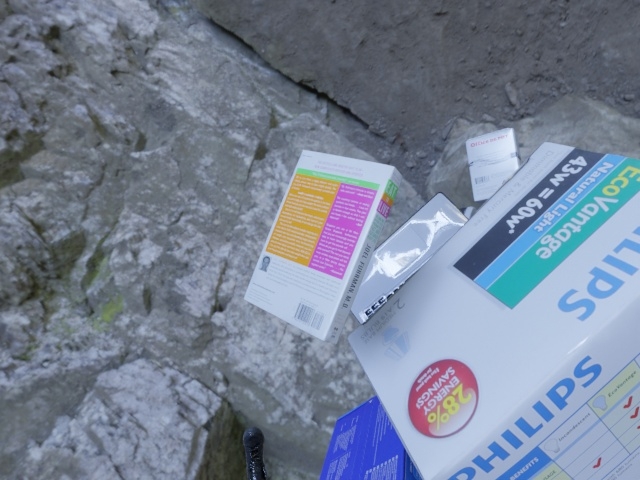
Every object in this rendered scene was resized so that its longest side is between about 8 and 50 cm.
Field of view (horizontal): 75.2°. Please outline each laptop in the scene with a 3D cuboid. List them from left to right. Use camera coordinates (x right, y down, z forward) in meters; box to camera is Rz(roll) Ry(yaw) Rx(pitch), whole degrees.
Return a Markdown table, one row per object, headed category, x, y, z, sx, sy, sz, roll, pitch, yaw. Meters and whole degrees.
| category | x | y | z | sx | sy | sz | roll | pitch | yaw |
| --- | --- | --- | --- | --- | --- | --- | --- | --- | --- |
| laptop | 0.241 | 0.134 | 0.926 | 0.408 | 0.382 | 0.236 | 52 | -166 | 22 |

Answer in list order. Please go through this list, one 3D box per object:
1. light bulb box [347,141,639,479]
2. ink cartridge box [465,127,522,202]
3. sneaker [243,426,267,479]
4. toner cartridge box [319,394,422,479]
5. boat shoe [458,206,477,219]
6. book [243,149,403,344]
| category | x | y | z | sx | sy | sz | roll | pitch | yaw |
| --- | --- | --- | --- | --- | --- | --- | --- | --- | --- |
| light bulb box | 0.294 | 0.145 | 0.494 | 0.361 | 0.358 | 0.225 | 43 | -175 | -25 |
| ink cartridge box | 0.412 | -0.172 | 0.976 | 0.109 | 0.063 | 0.151 | -10 | 82 | 36 |
| sneaker | -0.150 | 0.531 | 0.982 | 0.089 | 0.051 | 0.171 | -122 | 31 | -57 |
| toner cartridge box | 0.072 | 0.341 | 0.563 | 0.165 | 0.348 | 0.075 | -38 | 93 | 19 |
| boat shoe | 0.417 | -0.019 | 1.290 | 0.076 | 0.229 | 0.080 | 4 | 142 | 41 |
| book | 0.000 | 0.000 | 0.350 | 0.096 | 0.144 | 0.035 | 18 | 171 | 40 |
